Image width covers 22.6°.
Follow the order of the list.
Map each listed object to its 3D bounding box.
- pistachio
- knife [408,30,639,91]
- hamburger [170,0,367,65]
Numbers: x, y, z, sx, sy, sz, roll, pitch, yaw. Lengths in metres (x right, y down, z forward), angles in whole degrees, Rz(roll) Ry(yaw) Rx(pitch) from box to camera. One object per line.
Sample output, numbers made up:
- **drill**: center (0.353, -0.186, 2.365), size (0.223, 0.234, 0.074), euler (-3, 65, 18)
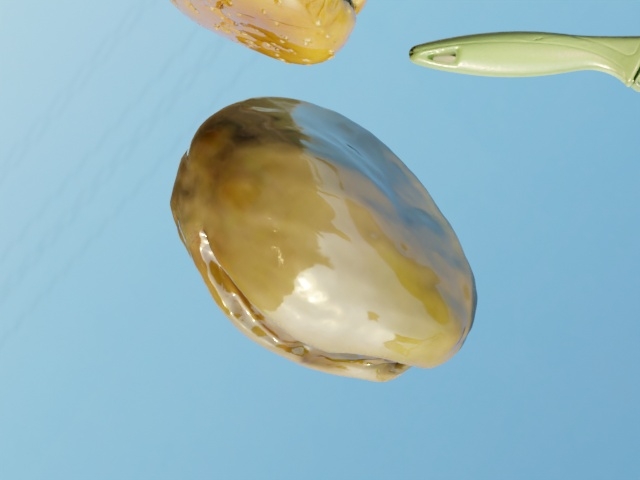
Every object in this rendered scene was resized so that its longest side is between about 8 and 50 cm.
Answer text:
- **pistachio**: center (0.000, 0.000, 1.330), size (0.166, 0.288, 0.197), euler (-12, -135, 56)
- **knife**: center (0.203, -0.120, 1.063), size (0.020, 0.293, 0.043), euler (131, -44, -78)
- **hamburger**: center (-0.037, -0.174, 1.064), size (0.147, 0.138, 0.083), euler (138, -28, -78)
